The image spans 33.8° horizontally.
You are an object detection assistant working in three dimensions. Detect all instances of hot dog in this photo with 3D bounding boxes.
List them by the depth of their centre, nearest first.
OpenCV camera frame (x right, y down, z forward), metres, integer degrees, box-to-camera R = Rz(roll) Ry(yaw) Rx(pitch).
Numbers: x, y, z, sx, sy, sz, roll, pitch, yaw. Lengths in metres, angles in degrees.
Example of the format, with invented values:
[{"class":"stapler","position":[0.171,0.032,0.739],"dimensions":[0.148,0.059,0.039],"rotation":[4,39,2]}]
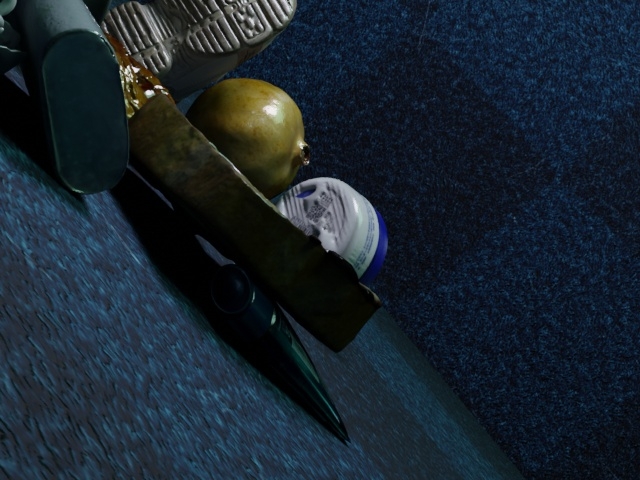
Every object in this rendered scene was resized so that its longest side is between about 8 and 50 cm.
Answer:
[{"class":"hot dog","position":[-0.282,-0.210,1.466],"dimensions":[0.227,0.099,0.160],"rotation":[49,3,28]}]

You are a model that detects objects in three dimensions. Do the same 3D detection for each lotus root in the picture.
[{"class":"lotus root","position":[-0.092,-0.023,1.283],"dimensions":[0.390,0.111,0.375],"rotation":[44,-6,3]}]

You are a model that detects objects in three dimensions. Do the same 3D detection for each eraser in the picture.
[{"class":"eraser","position":[-0.261,-0.174,1.079],"dimensions":[0.227,0.081,0.174],"rotation":[-125,-154,-53]}]

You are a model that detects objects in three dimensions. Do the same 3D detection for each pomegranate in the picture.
[{"class":"pomegranate","position":[-0.134,-0.164,1.790],"dimensions":[0.233,0.233,0.233],"rotation":[49,4,-5]}]

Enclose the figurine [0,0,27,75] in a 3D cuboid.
[{"class":"figurine","position":[-0.328,-0.198,0.999],"dimensions":[0.094,0.082,0.086],"rotation":[1,69,-28]}]

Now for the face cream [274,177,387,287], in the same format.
[{"class":"face cream","position":[0.000,0.000,1.760],"dimensions":[0.111,0.206,0.206],"rotation":[41,9,-47]}]

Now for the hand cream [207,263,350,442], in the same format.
[{"class":"hand cream","position":[-0.039,0.133,1.234],"dimensions":[0.270,0.061,0.120],"rotation":[52,3,-42]}]

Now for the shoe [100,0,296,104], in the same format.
[{"class":"shoe","position":[-0.206,-0.334,1.717],"dimensions":[0.198,0.351,0.172],"rotation":[67,4,-80]}]

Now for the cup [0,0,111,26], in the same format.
[{"class":"cup","position":[-0.366,-0.327,1.268],"dimensions":[0.150,0.199,0.199],"rotation":[12,34,-52]}]
